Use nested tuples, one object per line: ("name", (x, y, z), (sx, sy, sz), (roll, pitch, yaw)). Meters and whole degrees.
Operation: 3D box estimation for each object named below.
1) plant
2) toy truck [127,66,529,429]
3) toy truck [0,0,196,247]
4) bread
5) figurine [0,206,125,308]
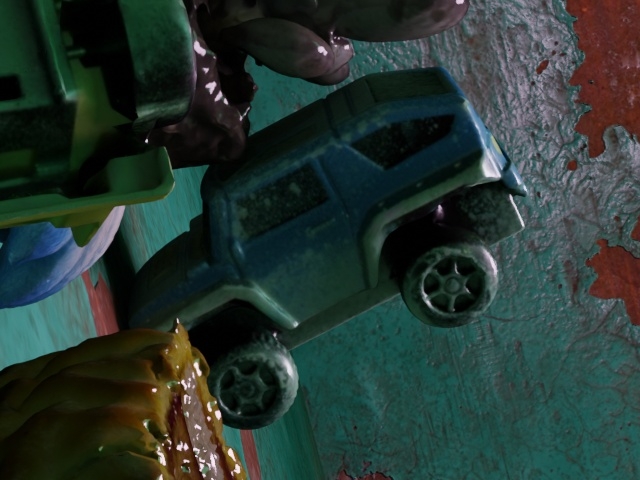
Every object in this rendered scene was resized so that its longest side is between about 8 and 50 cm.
("plant", (-0.040, -0.137, 0.948), (0.149, 0.275, 0.146), (76, -5, -56))
("toy truck", (0.000, 0.000, 1.000), (0.156, 0.279, 0.155), (61, 6, -17))
("toy truck", (-0.137, -0.115, 0.427), (0.135, 0.128, 0.259), (-35, -111, 64))
("bread", (-0.066, 0.145, 0.551), (0.181, 0.096, 0.222), (-101, 175, -70))
("figurine", (-0.124, -0.016, 0.616), (0.114, 0.079, 0.114), (-22, -115, 57))
